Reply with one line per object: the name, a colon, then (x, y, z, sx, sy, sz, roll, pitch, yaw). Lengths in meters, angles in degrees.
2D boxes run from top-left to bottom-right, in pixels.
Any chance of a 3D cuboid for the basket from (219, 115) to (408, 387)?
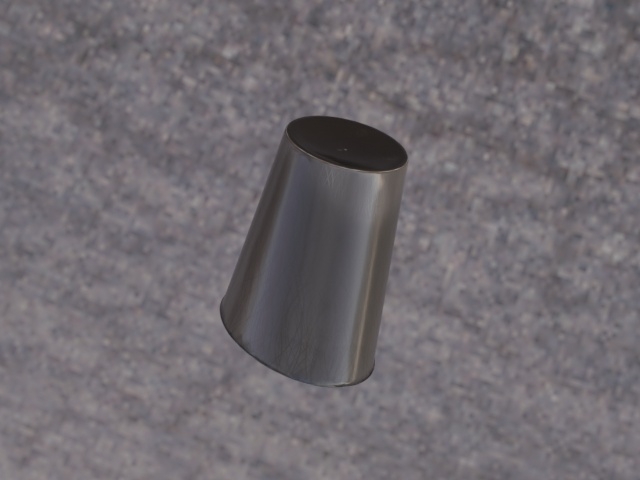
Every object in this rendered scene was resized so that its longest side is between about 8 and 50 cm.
basket: (0.000, 0.000, 1.665, 0.154, 0.227, 0.204, -3, -150, -32)
